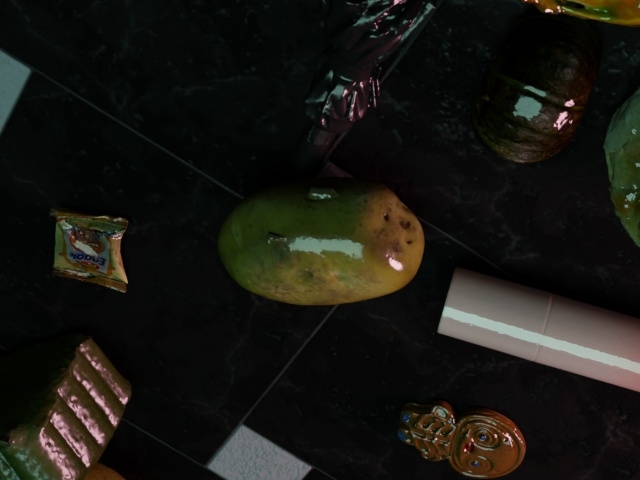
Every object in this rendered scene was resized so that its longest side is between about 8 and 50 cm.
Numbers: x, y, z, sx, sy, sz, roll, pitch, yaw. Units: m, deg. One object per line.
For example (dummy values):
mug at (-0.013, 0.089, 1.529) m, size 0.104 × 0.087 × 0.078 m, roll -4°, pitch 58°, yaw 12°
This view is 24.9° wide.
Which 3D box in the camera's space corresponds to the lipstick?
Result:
lipstick at (0.309, 0.117, 1.758) m, size 0.327 × 0.087 × 0.087 m, roll 16°, pitch 130°, yaw 7°

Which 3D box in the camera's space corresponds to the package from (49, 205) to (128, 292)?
package at (-0.307, 0.010, 1.927) m, size 0.108 × 0.031 × 0.120 m, roll 14°, pitch 130°, yaw 9°

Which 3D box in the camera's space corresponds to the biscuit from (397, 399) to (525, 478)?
biscuit at (0.190, 0.270, 1.961) m, size 0.175 × 0.026 × 0.124 m, roll 14°, pitch 129°, yaw 8°

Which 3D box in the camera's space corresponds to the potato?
potato at (0.000, -0.001, 1.733) m, size 0.228 × 0.148 × 0.197 m, roll -18°, pitch 158°, yaw 42°

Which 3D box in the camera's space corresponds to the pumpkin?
pumpkin at (0.228, -0.149, 1.570) m, size 0.119 × 0.107 × 0.183 m, roll 17°, pitch 132°, yaw -1°

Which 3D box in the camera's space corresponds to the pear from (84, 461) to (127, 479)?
pear at (-0.377, 0.479, 2.149) m, size 0.304 × 0.304 × 0.304 m, roll 10°, pitch 129°, yaw 12°

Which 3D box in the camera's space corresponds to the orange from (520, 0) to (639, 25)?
orange at (0.289, -0.353, 1.330) m, size 0.263 × 0.196 × 0.334 m, roll -13°, pitch 118°, yaw 44°

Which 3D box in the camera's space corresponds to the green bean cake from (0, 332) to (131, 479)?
green bean cake at (-0.414, 0.266, 2.024) m, size 0.250 × 0.247 × 0.156 m, roll -16°, pitch 119°, yaw 28°

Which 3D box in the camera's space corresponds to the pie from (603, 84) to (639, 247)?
pie at (0.436, -0.063, 1.535) m, size 0.306 × 0.071 × 0.306 m, roll 24°, pitch 132°, yaw 31°

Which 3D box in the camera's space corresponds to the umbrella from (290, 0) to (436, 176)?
umbrella at (0.029, -0.190, 1.620) m, size 0.118 × 0.118 × 0.340 m, roll 25°, pitch 140°, yaw -1°
